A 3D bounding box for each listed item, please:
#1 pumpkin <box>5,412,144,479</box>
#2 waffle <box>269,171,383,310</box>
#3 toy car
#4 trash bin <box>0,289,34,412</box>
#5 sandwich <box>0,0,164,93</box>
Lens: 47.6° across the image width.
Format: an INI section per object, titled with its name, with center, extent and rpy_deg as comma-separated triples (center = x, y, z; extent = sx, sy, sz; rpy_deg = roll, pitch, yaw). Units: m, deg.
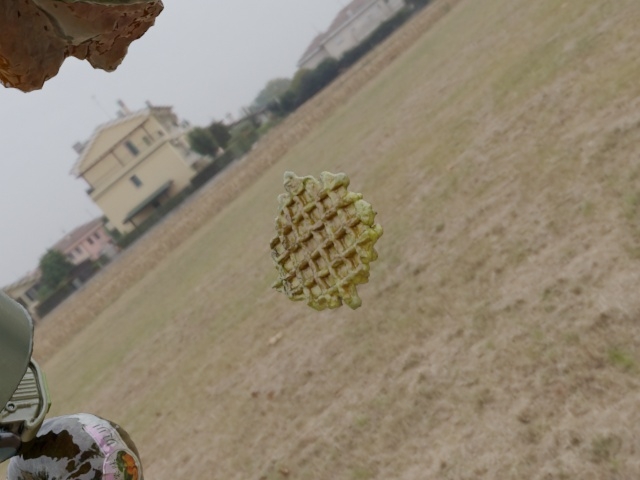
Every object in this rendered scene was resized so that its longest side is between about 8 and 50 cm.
[pumpkin]
center = -0.423, 0.417, 1.211
extent = 0.260, 0.260, 0.189
rpy_deg = -33, -17, 29
[waffle]
center = 0.000, 0.000, 1.219
extent = 0.059, 0.243, 0.238
rpy_deg = -6, 21, -42
[toy car]
center = -0.560, 0.282, 1.110
extent = 0.248, 0.204, 0.198
rpy_deg = 1, -44, -36
[trash bin]
center = -0.570, 0.062, 0.829
extent = 0.281, 0.432, 0.280
rpy_deg = -14, 50, 18
[sandwich]
center = -0.155, -0.179, 0.408
extent = 0.250, 0.162, 0.301
rpy_deg = -63, -7, -9
